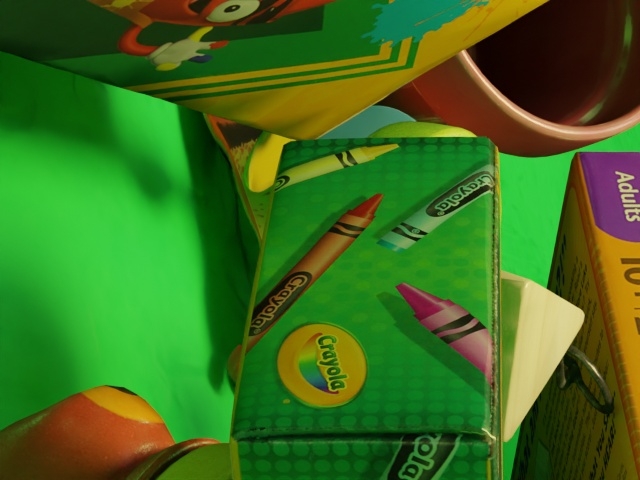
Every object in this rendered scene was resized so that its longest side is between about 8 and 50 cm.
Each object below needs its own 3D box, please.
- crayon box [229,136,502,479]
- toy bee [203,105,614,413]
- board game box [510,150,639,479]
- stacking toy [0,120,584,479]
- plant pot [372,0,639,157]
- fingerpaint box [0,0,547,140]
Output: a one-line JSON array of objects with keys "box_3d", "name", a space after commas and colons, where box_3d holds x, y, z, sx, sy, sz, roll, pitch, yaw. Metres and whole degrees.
[{"box_3d": [0.025, 0.123, 0.708, 0.165, 0.081, 0.278, -83, 171, -55], "name": "crayon box"}, {"box_3d": [0.000, 0.000, 1.084, 0.298, 0.162, 0.195, 53, -5, 43], "name": "toy bee"}, {"box_3d": [0.321, 0.195, 1.176, 0.356, 0.356, 0.357, -95, -173, -47], "name": "board game box"}, {"box_3d": [-0.017, 0.088, 0.902, 0.280, 0.130, 0.309, -65, 150, -13], "name": "stacking toy"}, {"box_3d": [0.091, -0.138, 1.198, 0.201, 0.180, 0.201, 8, 75, -32], "name": "plant pot"}, {"box_3d": [-0.112, -0.287, 0.879, 0.371, 0.163, 0.445, 10, 52, -65], "name": "fingerpaint box"}]
